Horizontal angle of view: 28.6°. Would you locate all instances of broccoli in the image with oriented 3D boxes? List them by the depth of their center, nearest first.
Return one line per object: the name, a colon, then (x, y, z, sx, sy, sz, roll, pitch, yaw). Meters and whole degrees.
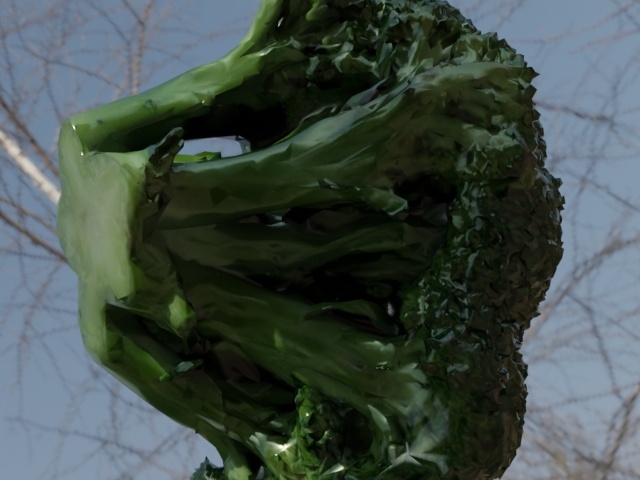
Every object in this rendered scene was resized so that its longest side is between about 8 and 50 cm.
broccoli: (0.000, 0.000, 0.628, 0.245, 0.295, 0.265, -4, -17, -25)
